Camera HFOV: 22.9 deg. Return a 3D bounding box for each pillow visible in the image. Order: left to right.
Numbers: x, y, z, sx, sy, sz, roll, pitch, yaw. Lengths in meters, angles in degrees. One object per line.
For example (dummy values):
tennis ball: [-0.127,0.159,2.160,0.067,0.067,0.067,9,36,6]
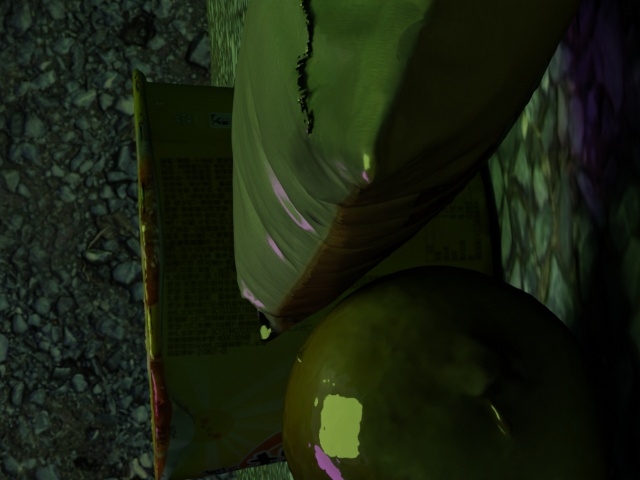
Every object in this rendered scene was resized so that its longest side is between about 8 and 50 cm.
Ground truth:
pillow: [0.044,-0.124,0.620,0.310,0.119,0.312,134,158,-76]

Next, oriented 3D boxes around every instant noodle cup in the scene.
instant noodle cup: [-0.011,0.020,0.974,0.264,0.200,0.264,176,90,-82]

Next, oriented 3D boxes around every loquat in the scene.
loquat: [0.058,0.087,0.714,0.195,0.152,0.152,95,169,-72]
